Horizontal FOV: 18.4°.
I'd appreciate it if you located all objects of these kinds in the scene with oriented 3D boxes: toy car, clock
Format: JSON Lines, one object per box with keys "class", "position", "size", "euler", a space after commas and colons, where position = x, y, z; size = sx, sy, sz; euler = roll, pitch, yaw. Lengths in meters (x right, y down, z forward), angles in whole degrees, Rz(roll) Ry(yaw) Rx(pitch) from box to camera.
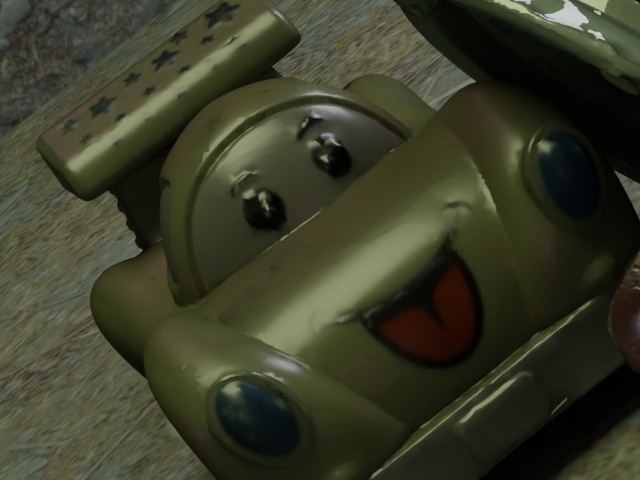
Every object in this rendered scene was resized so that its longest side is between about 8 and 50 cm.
{"class": "toy car", "position": [0.000, 0.000, 1.029], "size": [0.242, 0.226, 0.336], "euler": [-37, 15, -8]}
{"class": "clock", "position": [0.145, -0.077, 0.946], "size": [0.053, 0.236, 0.236], "euler": [-58, 18, -4]}

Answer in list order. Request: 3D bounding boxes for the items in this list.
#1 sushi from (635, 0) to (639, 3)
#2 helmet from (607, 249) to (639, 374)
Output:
{"class": "sushi", "position": [0.297, -0.141, 1.046], "size": [0.290, 0.050, 0.264], "euler": [-30, -18, 6]}
{"class": "helmet", "position": [0.209, 0.016, 0.773], "size": [0.175, 0.106, 0.155], "euler": [-40, 22, 19]}
